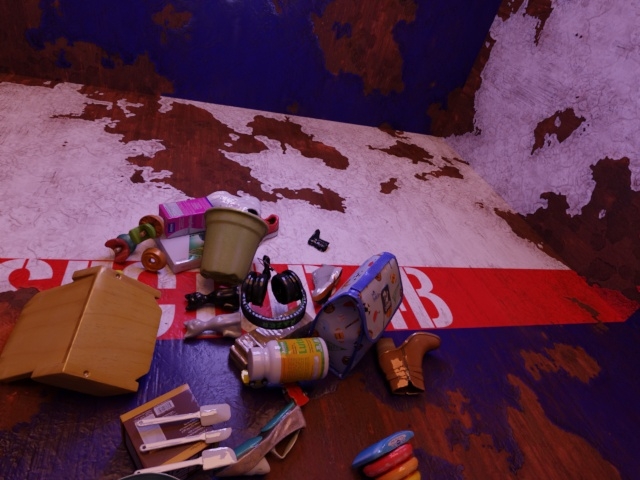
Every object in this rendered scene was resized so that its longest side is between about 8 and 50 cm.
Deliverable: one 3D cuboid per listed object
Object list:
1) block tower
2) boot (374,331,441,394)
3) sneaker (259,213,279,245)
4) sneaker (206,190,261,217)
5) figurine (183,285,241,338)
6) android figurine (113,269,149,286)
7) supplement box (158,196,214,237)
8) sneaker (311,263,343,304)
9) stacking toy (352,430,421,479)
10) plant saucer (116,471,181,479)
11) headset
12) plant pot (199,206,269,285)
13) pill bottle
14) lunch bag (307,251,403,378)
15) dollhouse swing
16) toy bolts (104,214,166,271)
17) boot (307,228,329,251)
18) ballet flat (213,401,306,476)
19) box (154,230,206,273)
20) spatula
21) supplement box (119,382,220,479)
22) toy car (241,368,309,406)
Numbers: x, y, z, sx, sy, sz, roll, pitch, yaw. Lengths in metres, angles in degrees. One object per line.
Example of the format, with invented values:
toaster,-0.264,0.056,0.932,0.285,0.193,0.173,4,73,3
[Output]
block tower,-0.167,0.351,1.482,0.097,0.091,0.335,39,42,26
boot,0.359,0.464,1.529,0.283,0.109,0.220,2,38,-16
sneaker,-0.299,-0.054,1.928,0.107,0.118,0.279,31,38,18
sneaker,-0.438,-0.164,2.018,0.304,0.114,0.152,0,39,-22
figurine,-0.403,0.271,1.506,0.209,0.092,0.215,-2,41,-12
android figurine,-0.763,0.204,1.463,0.272,0.056,0.248,0,40,-19
supplement box,-0.589,-0.104,1.788,0.219,0.111,0.114,-14,47,-35
sneaker,0.001,0.187,1.774,0.120,0.099,0.262,19,28,15
stacking toy,0.240,0.721,1.145,0.175,0.166,0.302,-7,57,-35
plant saucer,-0.405,0.691,0.892,0.317,0.044,0.318,7,65,-15
headset,-0.192,0.203,1.569,0.243,0.185,0.394,-1,37,-15
plant pot,-0.371,0.038,1.645,0.275,0.276,0.254,13,69,-6
pill bottle,-0.108,0.393,1.320,0.245,0.136,0.136,1,39,-21
lunch bag,0.142,0.257,1.482,0.238,0.386,0.328,30,37,18
dollhouse swing,-0.746,0.309,1.278,0.315,0.304,0.347,38,35,-40
toy bolts,-0.728,0.014,1.665,0.228,0.219,0.158,-15,21,11
boot,0.000,-0.001,2.043,0.099,0.045,0.121,24,44,13
ballet flat,-0.155,0.598,1.164,0.316,0.107,0.106,-27,83,-40
box,-0.597,-0.002,1.792,0.232,0.059,0.322,-15,49,-37
spatula,-0.347,0.513,1.044,0.241,0.019,0.168,0,46,-22
supplement box,-0.410,0.541,1.103,0.191,0.129,0.194,-18,49,-39
toy car,-0.133,0.451,1.397,0.238,0.053,0.225,22,36,5
